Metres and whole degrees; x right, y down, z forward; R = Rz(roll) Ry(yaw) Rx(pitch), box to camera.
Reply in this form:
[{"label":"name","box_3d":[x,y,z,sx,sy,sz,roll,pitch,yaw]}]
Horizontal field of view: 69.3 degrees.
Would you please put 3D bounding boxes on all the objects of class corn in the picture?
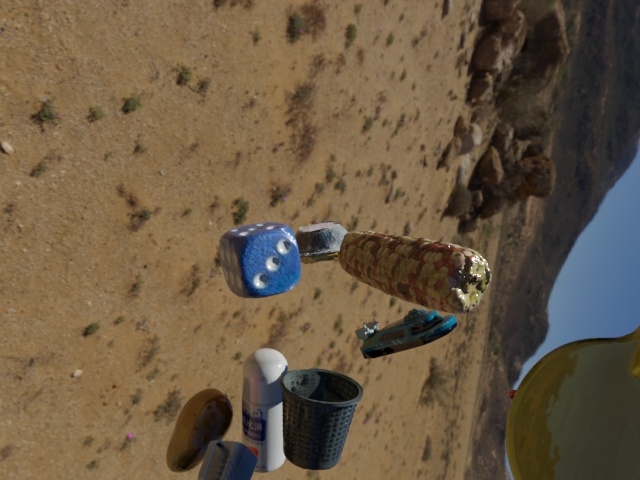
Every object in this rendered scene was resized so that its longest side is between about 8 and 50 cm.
[{"label":"corn","box_3d":[0.106,0.034,0.624,0.086,0.253,0.086,-7,103,-34]}]

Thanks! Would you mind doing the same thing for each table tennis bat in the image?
[{"label":"table tennis bat","box_3d":[0.349,0.165,0.506,0.369,0.224,0.054,-62,154,-12]}]

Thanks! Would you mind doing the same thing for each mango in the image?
[{"label":"mango","box_3d":[-0.336,0.528,1.301,0.255,0.139,0.175,-59,158,19]}]

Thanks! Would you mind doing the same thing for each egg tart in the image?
[{"label":"egg tart","box_3d":[0.000,0.000,1.352,0.234,0.234,0.094,-33,118,-59]}]

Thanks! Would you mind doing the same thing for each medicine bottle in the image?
[{"label":"medicine bottle","box_3d":[-0.154,0.463,1.290,0.130,0.130,0.341,-29,126,-61]}]

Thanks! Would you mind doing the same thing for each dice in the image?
[{"label":"dice","box_3d":[-0.132,0.043,1.018,0.146,0.143,0.147,-14,103,-27]}]

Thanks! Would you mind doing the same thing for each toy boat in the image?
[{"label":"toy boat","box_3d":[0.231,0.242,1.294,0.134,0.298,0.092,-22,85,-51]}]

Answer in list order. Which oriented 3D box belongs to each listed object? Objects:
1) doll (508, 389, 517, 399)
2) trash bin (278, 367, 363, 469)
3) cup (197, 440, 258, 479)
[{"label":"doll","box_3d":[0.741,0.563,1.491,0.182,0.363,0.160,-44,-157,39]},{"label":"trash bin","box_3d":[-0.011,0.369,0.949,0.175,0.175,0.161,0,100,-67]},{"label":"cup","box_3d":[-0.204,0.482,0.955,0.129,0.095,0.128,-72,146,-48]}]
